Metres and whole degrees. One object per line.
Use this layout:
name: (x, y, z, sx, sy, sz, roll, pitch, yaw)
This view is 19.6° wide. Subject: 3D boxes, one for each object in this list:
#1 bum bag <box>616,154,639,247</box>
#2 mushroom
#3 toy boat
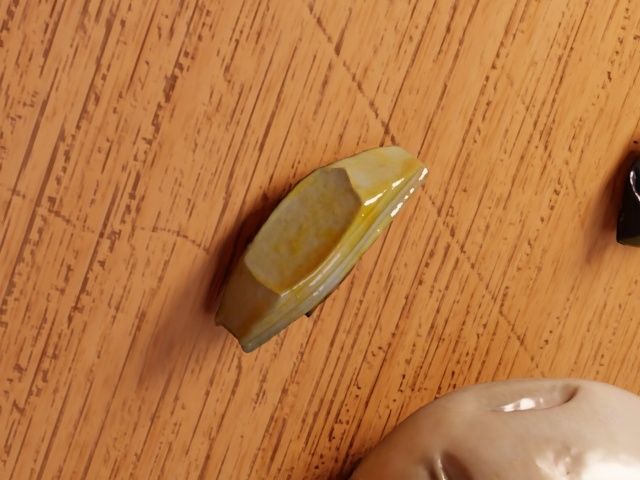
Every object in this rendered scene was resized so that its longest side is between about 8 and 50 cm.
bum bag: (0.324, -0.045, 1.433, 0.232, 0.060, 0.106, -4, 122, -36)
mushroom: (0.181, 0.273, 1.284, 0.325, 0.353, 0.353, 20, 97, -48)
toy boat: (0.000, 0.000, 1.187, 0.172, 0.065, 0.066, -46, 155, -12)
